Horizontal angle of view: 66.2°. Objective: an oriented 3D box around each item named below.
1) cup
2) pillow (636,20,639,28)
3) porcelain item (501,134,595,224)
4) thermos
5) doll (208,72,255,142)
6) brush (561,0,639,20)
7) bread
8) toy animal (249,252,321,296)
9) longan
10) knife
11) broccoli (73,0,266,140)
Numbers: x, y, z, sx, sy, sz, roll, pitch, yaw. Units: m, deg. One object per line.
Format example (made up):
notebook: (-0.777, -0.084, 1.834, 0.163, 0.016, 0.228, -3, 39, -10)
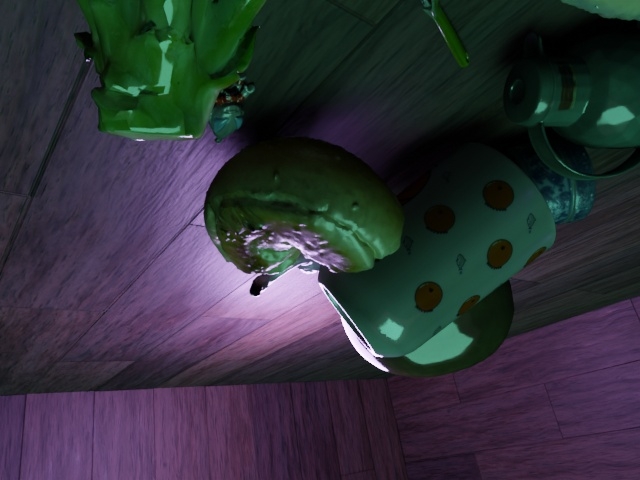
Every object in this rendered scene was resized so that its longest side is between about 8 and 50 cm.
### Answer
cup: (0.165, 0.026, 0.763, 0.317, 0.212, 0.212, -37, 156, -7)
pillow: (0.393, -0.304, 0.471, 0.141, 0.055, 0.208, 17, 145, -36)
porcelain item: (0.372, -0.094, 0.809, 0.114, 0.147, 0.147, -13, 156, 5)
thermos: (0.375, -0.170, 0.617, 0.287, 0.182, 0.145, -5, -179, -11)
doll: (-0.116, -0.160, 0.610, 0.057, 0.039, 0.114, -45, 168, -37)
brush: (0.187, -0.270, 0.338, 0.267, 0.166, 0.174, 1, 154, -17)
bread: (-0.054, -0.057, 0.695, 0.314, 0.171, 0.192, -10, 139, 43)
toy animal: (-0.018, 0.011, 0.886, 0.324, 0.090, 0.195, -31, 179, -24)
longan: (0.218, 0.125, 1.055, 0.361, 0.360, 0.361, -8, 156, -4)
knife: (0.132, -0.245, 0.538, 0.026, 0.022, 0.184, 6, 168, 36)
broccoli: (-0.109, -0.192, 0.284, 0.269, 0.268, 0.254, -28, 177, 34)
